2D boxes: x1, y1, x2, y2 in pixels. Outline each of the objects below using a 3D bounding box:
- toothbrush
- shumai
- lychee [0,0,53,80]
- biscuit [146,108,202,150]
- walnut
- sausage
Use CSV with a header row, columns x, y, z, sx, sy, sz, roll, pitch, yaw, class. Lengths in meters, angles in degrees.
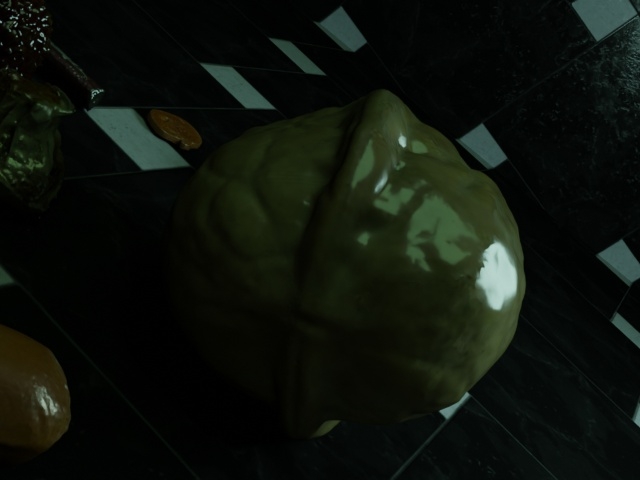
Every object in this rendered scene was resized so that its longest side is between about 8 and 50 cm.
x,y,z,sx,sy,sz,roll,pitch,yaw,class
-0.421,-0.299,1.295,0.364,0.041,0.041,42,20,4,toothbrush
-0.294,-0.105,0.988,0.145,0.116,0.145,42,10,-10,shumai
-0.368,-0.228,1.042,0.188,0.188,0.188,35,21,-15,lychee
-0.205,-0.152,1.405,0.091,0.015,0.078,17,32,-47,biscuit
0.025,0.023,1.004,0.381,0.381,0.381,35,21,-15,walnut
-0.289,0.079,0.641,0.274,0.105,0.105,25,25,-36,sausage
